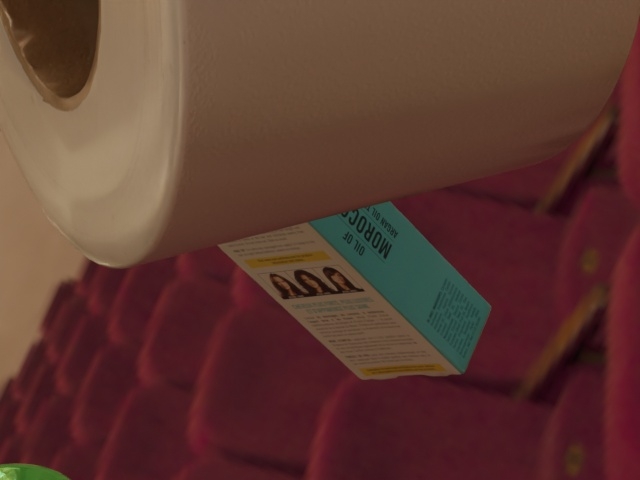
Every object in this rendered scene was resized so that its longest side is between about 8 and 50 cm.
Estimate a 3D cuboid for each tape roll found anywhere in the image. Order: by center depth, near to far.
[{"bbox_3d":[-0.023,-0.126,0.645,0.246,0.169,0.246,43,141,49],"label":"tape roll"}]

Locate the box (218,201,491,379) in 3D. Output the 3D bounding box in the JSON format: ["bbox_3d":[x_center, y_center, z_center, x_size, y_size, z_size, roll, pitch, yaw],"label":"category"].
[{"bbox_3d":[0.000,0.000,1.227,0.100,0.244,0.060,-8,47,45],"label":"box"}]

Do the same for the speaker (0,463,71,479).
[{"bbox_3d":[-0.195,0.299,1.233,0.131,0.131,0.296,-78,-13,-59],"label":"speaker"}]
